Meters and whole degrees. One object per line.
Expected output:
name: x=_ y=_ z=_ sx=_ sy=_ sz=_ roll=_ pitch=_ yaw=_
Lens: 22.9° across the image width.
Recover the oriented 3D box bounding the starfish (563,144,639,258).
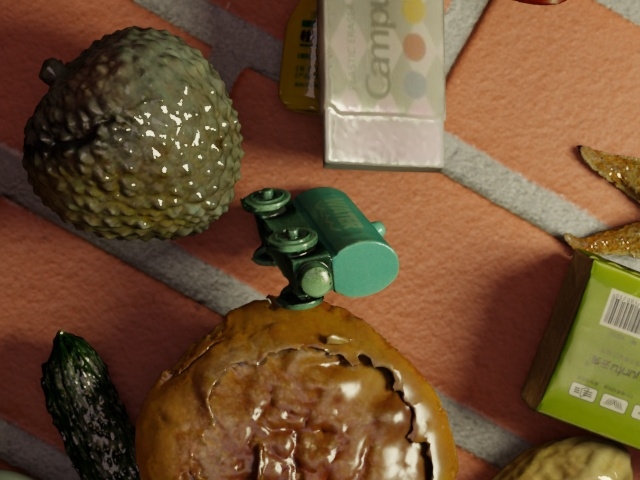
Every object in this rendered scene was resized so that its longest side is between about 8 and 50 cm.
starfish: x=0.454 y=-0.050 z=1.955 sx=0.302 sy=0.060 sz=0.299 roll=2 pitch=90 yaw=-2

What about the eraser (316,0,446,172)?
eraser: x=0.074 y=-0.283 z=1.897 sx=0.213 sy=0.082 sz=0.397 roll=0 pitch=88 yaw=-31

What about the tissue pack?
tissue pack: x=0.407 y=0.152 z=1.887 sx=0.274 sy=0.167 sz=0.200 roll=20 pitch=94 yaw=-2

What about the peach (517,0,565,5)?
peach: x=0.241 y=-0.454 z=1.860 sx=0.281 sy=0.281 sz=0.338 roll=-35 pitch=94 yaw=-4

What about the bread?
bread: x=-0.026 y=0.253 z=1.847 sx=0.337 sy=0.204 sz=0.358 roll=-42 pitch=86 yaw=-6

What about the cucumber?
cucumber: x=-0.247 y=0.275 z=1.891 sx=0.096 sy=0.096 sz=0.359 roll=-26 pitch=88 yaw=-3

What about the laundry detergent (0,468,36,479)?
laundry detergent: x=-0.279 y=0.447 z=1.785 sx=0.398 sy=0.125 sz=0.264 roll=24 pitch=70 yaw=22

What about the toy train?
toy train: x=0.000 y=0.000 z=1.851 sx=0.159 sy=0.248 sz=0.101 roll=-10 pitch=113 yaw=-13

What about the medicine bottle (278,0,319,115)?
medicine bottle: x=0.006 y=-0.285 z=1.943 sx=0.095 sy=0.064 sz=0.260 roll=7 pitch=86 yaw=-10

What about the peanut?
peanut: x=0.238 y=0.339 z=1.887 sx=0.313 sy=0.149 sz=0.149 roll=-34 pitch=89 yaw=-6

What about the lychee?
lychee: x=-0.215 y=-0.117 z=1.835 sx=0.255 sy=0.255 sz=0.274 roll=-45 pitch=105 yaw=-4
